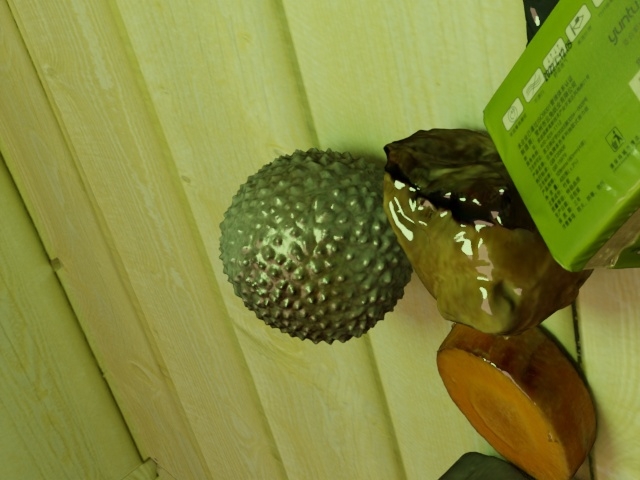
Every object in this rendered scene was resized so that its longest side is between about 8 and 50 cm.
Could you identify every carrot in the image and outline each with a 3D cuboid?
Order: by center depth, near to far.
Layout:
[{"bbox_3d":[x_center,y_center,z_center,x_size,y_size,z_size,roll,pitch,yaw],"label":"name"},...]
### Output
[{"bbox_3d":[0.282,0.238,1.456,0.258,0.100,0.307,27,146,47],"label":"carrot"}]

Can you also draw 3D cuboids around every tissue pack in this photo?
[{"bbox_3d":[0.294,-0.130,0.848,0.274,0.167,0.200,-60,42,48],"label":"tissue pack"}]

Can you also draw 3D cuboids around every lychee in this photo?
[{"bbox_3d":[-0.006,0.000,1.445,0.300,0.300,0.300,38,148,29],"label":"lychee"}]

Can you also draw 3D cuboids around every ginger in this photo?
[{"bbox_3d":[0.200,-0.008,1.191,0.269,0.200,0.223,24,125,48],"label":"ginger"}]

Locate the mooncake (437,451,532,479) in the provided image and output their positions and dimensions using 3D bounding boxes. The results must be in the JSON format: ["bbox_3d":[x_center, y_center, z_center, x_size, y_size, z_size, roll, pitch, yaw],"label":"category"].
[{"bbox_3d":[0.307,0.487,1.587,0.306,0.154,0.306,43,165,15],"label":"mooncake"}]

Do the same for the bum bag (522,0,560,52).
[{"bbox_3d":[0.267,-0.169,1.064,0.123,0.060,0.248,37,150,29],"label":"bum bag"}]
